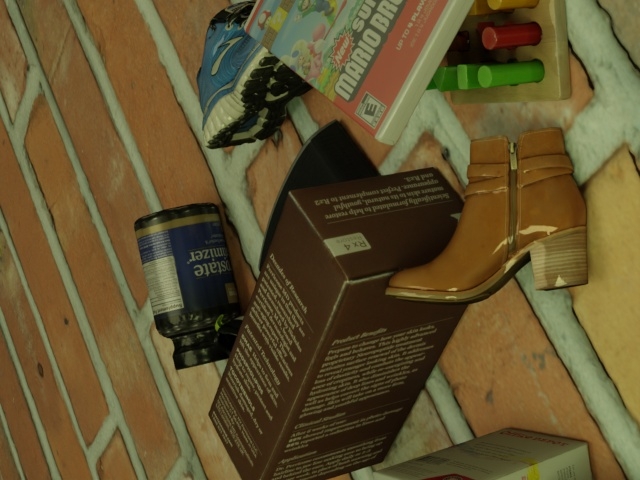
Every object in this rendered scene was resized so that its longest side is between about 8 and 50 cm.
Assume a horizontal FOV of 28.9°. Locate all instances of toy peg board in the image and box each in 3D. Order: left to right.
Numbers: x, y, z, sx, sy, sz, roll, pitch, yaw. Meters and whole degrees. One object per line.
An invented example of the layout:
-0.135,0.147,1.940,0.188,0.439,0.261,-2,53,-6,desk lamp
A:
0.148,-0.208,1.174,0.161,0.079,0.161,7,105,57,toy peg board

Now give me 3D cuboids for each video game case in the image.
0.039,-0.244,1.231,0.285,0.025,0.204,45,112,47,video game case

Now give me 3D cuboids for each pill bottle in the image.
-0.181,0.065,1.744,0.123,0.123,0.219,-19,83,58,pill bottle

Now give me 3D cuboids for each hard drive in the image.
0.000,0.000,1.497,0.172,0.054,0.255,58,142,32,hard drive

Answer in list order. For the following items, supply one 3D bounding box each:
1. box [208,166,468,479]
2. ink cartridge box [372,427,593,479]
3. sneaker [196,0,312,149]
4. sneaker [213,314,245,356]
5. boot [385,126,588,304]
0.021,0.109,1.366,0.143,0.191,0.381,58,142,31,box
0.163,0.268,1.200,0.128,0.176,0.127,0,101,59,ink cartridge box
-0.079,-0.232,1.485,0.330,0.129,0.147,-37,70,56,sneaker
-0.073,0.196,1.633,0.235,0.097,0.084,59,143,30,sneaker
0.149,-0.020,1.167,0.073,0.197,0.152,25,-123,-76,boot
